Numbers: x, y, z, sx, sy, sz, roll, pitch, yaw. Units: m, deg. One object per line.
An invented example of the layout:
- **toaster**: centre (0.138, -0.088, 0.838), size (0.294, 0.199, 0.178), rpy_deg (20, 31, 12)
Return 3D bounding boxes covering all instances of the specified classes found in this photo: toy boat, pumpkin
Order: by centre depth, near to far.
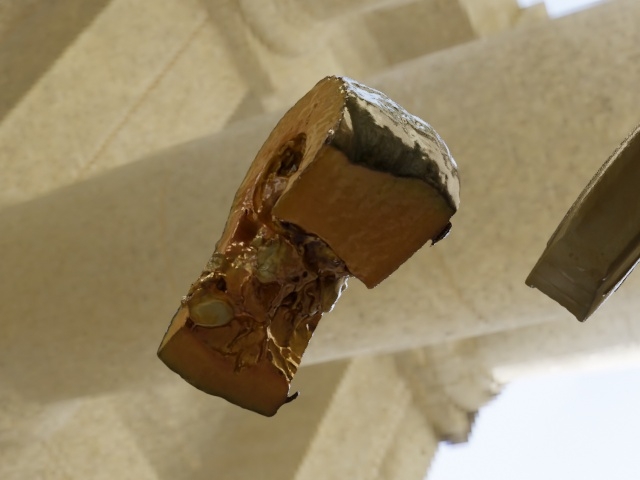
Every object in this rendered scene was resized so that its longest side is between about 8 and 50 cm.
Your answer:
- **toy boat**: centre (0.211, -0.033, 1.059), size (0.200, 0.057, 0.077), rpy_deg (-50, -17, -9)
- **pumpkin**: centre (0.001, 0.001, 1.390), size (0.139, 0.190, 0.281), rpy_deg (35, -119, -21)
